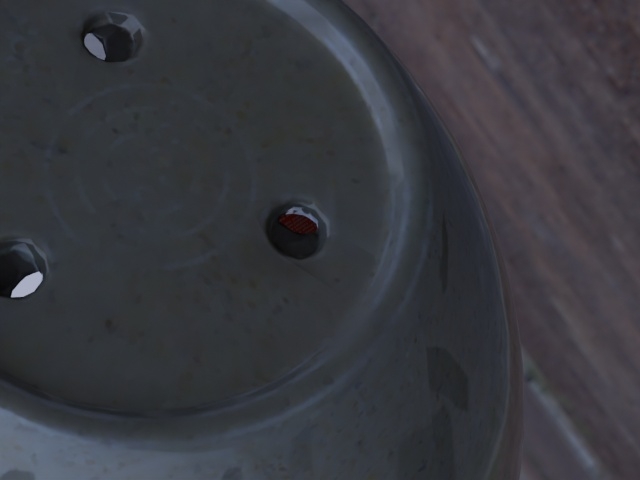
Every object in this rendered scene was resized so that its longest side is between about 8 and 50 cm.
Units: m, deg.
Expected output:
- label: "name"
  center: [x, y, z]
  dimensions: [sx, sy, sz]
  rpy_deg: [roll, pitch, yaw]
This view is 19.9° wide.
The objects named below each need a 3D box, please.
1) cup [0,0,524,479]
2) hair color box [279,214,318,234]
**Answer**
- label: "cup"
  center: [-0.069, 0.031, 0.606]
  dimensions: [0.331, 0.331, 0.237]
  rpy_deg: [53, 157, 15]
- label: "hair color box"
  center: [0.000, 0.000, 0.669]
  dimensions: [0.141, 0.043, 0.072]
  rpy_deg: [55, 178, 44]
